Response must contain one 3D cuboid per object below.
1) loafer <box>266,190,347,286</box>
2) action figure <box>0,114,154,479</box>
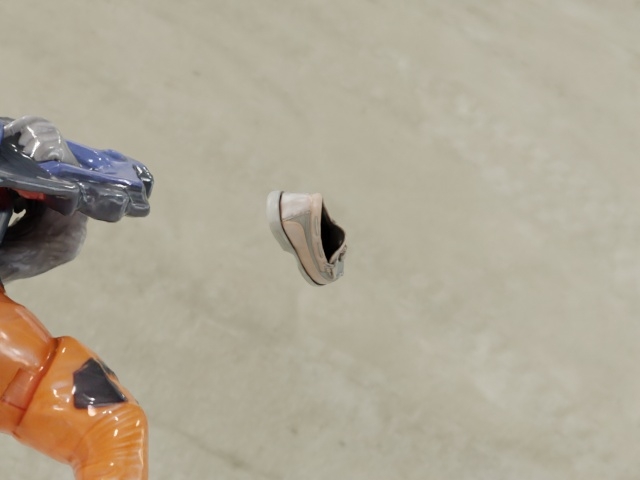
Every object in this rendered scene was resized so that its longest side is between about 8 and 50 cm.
[{"bbox_3d":[0.000,0.000,0.961,0.125,0.039,0.045,49,36,-61],"label":"loafer"},{"bbox_3d":[-0.218,0.030,0.621,0.341,0.178,0.330,15,28,-41],"label":"action figure"}]
